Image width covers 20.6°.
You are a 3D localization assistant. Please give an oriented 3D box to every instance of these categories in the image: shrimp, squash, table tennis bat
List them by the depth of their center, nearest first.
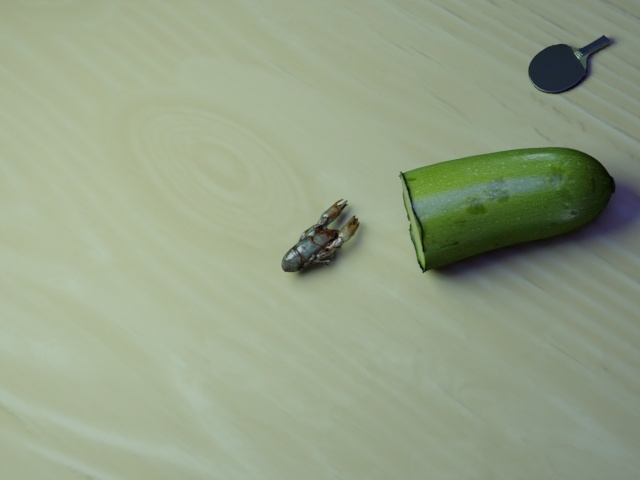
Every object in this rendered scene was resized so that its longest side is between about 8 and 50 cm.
[{"bbox_3d":[0.169,-0.041,1.573,0.188,0.095,0.095,-14,63,1],"label":"squash"},{"bbox_3d":[0.004,0.000,1.617,0.038,0.029,0.092,33,71,24],"label":"shrimp"},{"bbox_3d":[0.236,-0.170,1.663,0.083,0.007,0.050,-31,63,-2],"label":"table tennis bat"}]
